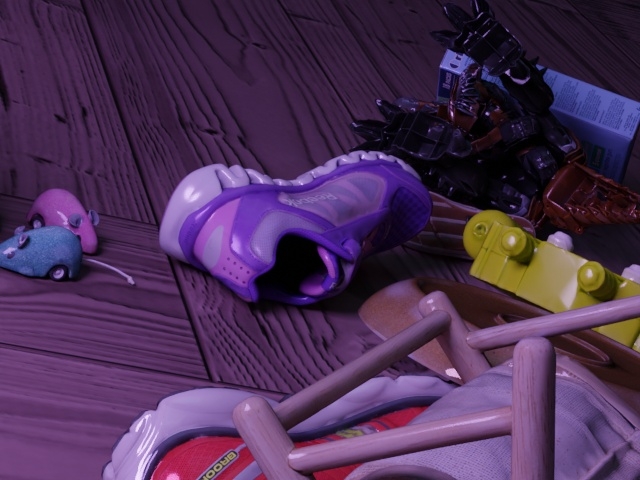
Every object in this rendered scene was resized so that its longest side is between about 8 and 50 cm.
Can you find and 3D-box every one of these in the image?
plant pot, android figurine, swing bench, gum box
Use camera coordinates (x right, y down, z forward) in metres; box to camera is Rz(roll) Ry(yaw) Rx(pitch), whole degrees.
[{"bbox_3d":[0.138,0.072,1.218,0.236,0.032,0.236,20,9,-3],"label":"plant pot"},{"bbox_3d":[0.210,0.047,1.418,0.248,0.056,0.273,26,-2,34],"label":"android figurine"},{"bbox_3d":[0.111,0.155,0.971,0.165,0.255,0.253,-14,4,27],"label":"swing bench"},{"bbox_3d":[0.198,-0.107,1.844,0.184,0.041,0.157,22,-20,9],"label":"gum box"}]

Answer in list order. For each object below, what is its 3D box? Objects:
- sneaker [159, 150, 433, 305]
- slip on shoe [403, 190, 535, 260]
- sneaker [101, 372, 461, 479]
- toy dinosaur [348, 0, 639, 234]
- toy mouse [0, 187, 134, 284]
[{"bbox_3d":[0.000,0.000,1.461,0.236,0.095,0.104,-8,38,-41],"label":"sneaker"},{"bbox_3d":[0.108,-0.009,1.640,0.135,0.051,0.041,8,-15,-7],"label":"slip on shoe"},{"bbox_3d":[0.012,0.150,1.092,0.279,0.107,0.118,-2,46,-37],"label":"sneaker"},{"bbox_3d":[0.162,-0.082,1.694,0.322,0.164,0.218,0,-32,43],"label":"toy dinosaur"},{"bbox_3d":[-0.190,-0.008,1.388,0.143,0.031,0.161,22,20,11],"label":"toy mouse"}]
